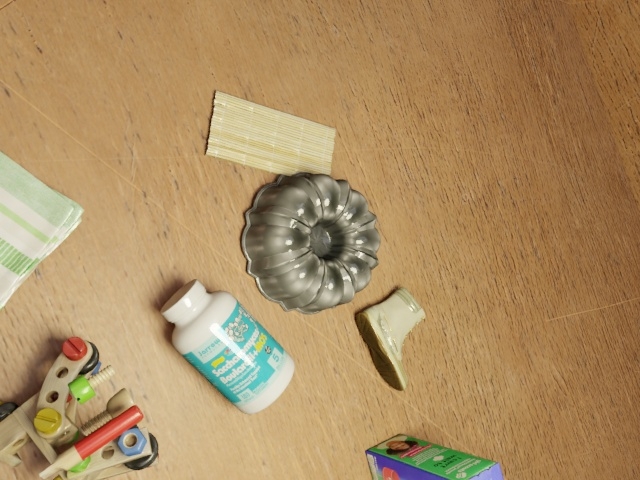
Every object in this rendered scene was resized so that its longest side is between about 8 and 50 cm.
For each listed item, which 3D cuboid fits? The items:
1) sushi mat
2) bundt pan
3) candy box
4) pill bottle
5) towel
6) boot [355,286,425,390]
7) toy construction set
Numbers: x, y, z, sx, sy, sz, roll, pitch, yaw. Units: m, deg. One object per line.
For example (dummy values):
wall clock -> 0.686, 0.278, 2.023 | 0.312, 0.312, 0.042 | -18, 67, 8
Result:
sushi mat -> -0.103, -0.226, 1.241 | 0.316, 0.019, 0.151 | 11, 76, -29
bundt pan -> 0.000, 0.000, 1.196 | 0.330, 0.124, 0.331 | 4, 83, -30
candy box -> 0.258, 0.583, 1.155 | 0.122, 0.317, 0.268 | -15, 90, -32
pill bottle -> -0.183, 0.199, 1.049 | 0.264, 0.146, 0.146 | 48, 62, -16
towel -> -0.588, 0.001, 0.880 | 0.248, 0.038, 0.325 | 38, 63, -14
boot -> 0.193, 0.236, 1.315 | 0.165, 0.077, 0.213 | -28, 94, -33
toy construction set -> -0.400, 0.306, 0.826 | 0.237, 0.309, 0.257 | -32, 91, -26
